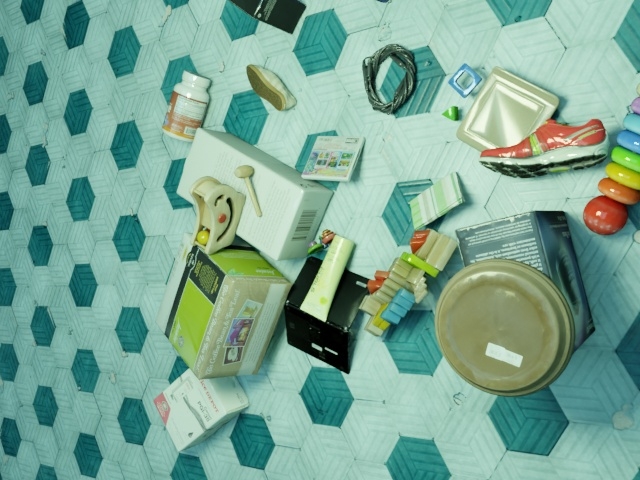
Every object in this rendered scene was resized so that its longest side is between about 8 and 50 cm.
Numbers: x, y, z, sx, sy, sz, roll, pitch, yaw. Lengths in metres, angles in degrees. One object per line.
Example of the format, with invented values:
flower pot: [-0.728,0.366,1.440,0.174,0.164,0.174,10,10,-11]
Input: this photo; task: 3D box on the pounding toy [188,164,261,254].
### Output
pounding toy: [-0.272,-0.083,1.662,0.155,0.154,0.269,28,109,30]

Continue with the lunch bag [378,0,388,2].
lunch bag: [0.150,-0.690,1.605,0.098,0.065,0.067,31,108,29]

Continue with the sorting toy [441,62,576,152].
sorting toy: [0.451,-0.292,1.433,0.348,0.047,0.196,37,115,24]

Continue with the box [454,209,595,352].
box: [0.456,0.094,1.298,0.183,0.296,0.294,-15,85,33]

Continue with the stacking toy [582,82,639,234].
stacking toy: [0.665,-0.159,1.254,0.141,0.141,0.330,32,113,29]

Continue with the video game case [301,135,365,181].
video game case: [0.036,-0.234,1.688,0.157,0.019,0.143,7,66,33]

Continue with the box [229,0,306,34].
box: [-0.200,-0.735,1.764,0.261,0.184,0.103,42,111,25]

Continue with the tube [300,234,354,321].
tube: [0.024,0.104,1.689,0.240,0.062,0.070,-66,17,2]

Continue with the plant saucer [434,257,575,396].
plant saucer: [0.351,0.174,1.171,0.278,0.041,0.277,2,94,33]

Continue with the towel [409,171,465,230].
towel: [0.298,-0.100,1.530,0.152,0.023,0.113,-36,35,31]

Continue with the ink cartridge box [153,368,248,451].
ink cartridge box: [-0.402,0.539,1.987,0.283,0.117,0.207,-43,69,27]

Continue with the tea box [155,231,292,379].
tea box: [-0.304,0.192,1.808,0.323,0.220,0.329,39,113,43]

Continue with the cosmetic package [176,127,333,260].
cosmetic package: [-0.209,-0.146,1.806,0.453,0.161,0.230,33,110,28]

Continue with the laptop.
laptop: [0.023,0.218,1.757,0.234,0.136,0.264,21,129,32]

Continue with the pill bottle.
pill bottle: [-0.440,-0.445,1.972,0.121,0.121,0.216,30,107,29]

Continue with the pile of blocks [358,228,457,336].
pile of blocks: [0.199,0.107,1.534,0.113,0.149,0.362,31,113,-7]

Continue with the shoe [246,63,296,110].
shoe: [-0.155,-0.472,1.827,0.219,0.058,0.076,49,147,26]

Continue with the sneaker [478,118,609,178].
sneaker: [0.499,-0.213,1.342,0.279,0.107,0.118,-4,75,32]

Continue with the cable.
cable: [0.188,-0.432,1.609,0.151,0.047,0.184,-10,84,28]

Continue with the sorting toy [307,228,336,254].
sorting toy: [0.000,0.000,1.735,0.102,0.061,0.042,-32,73,6]
